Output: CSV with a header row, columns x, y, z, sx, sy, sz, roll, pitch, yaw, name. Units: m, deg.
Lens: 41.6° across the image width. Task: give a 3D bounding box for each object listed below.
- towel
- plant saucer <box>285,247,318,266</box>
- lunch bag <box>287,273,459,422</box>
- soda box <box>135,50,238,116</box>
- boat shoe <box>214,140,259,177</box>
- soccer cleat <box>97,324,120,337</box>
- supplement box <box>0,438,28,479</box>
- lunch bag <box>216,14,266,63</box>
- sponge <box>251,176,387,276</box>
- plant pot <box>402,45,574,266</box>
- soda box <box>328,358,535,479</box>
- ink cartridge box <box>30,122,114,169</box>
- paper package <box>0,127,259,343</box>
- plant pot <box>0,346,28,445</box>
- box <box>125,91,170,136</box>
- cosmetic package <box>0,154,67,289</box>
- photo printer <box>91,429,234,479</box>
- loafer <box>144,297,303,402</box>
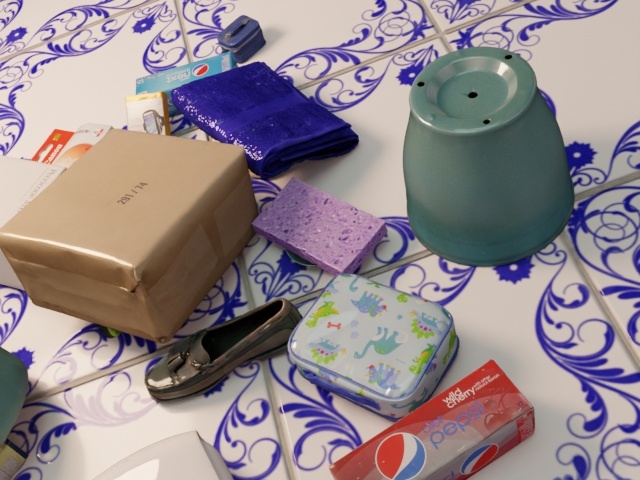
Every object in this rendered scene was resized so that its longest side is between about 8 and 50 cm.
x,y,z,sx,sy,sz,roll,pitch,yaw,name
-0.105,-0.234,1.545,0.227,0.076,0.308,-21,44,-35,towel
0.000,0.000,1.409,0.119,0.021,0.119,-10,50,12,plant saucer
0.073,0.153,1.216,0.219,0.090,0.176,18,60,30,lunch bag
-0.266,-0.311,1.715,0.210,0.071,0.067,-14,50,8,soda box
-0.145,-0.171,1.570,0.170,0.059,0.063,30,67,35,boat shoe
-0.382,0.113,1.431,0.072,0.060,0.179,-36,43,2,soccer cleat
-0.513,0.338,1.289,0.083,0.056,0.083,17,60,30,supplement box
-0.171,-0.426,1.779,0.067,0.065,0.098,30,66,35,lunch bag
-0.004,-0.023,1.393,0.210,0.031,0.117,28,65,34,sponge
0.243,-0.142,1.287,0.271,0.255,0.272,-10,51,12,plant pot
0.148,0.273,1.100,0.263,0.083,0.092,-31,50,-8,soda box
-0.520,-0.182,1.717,0.179,0.045,0.145,12,57,24,ink cartridge box
-0.304,-0.022,1.390,0.309,0.168,0.325,12,44,26,paper package
-0.630,0.223,1.250,0.293,0.235,0.293,-25,35,19,plant pot
-0.338,-0.219,1.659,0.081,0.028,0.136,-5,91,15,box
-0.625,-0.046,1.572,0.365,0.155,0.197,9,54,26,cosmetic package
-0.205,0.408,1.090,0.256,0.107,0.307,-31,47,-8,photo printer
-0.155,0.158,1.293,0.267,0.084,0.096,-24,49,-1,loafer
